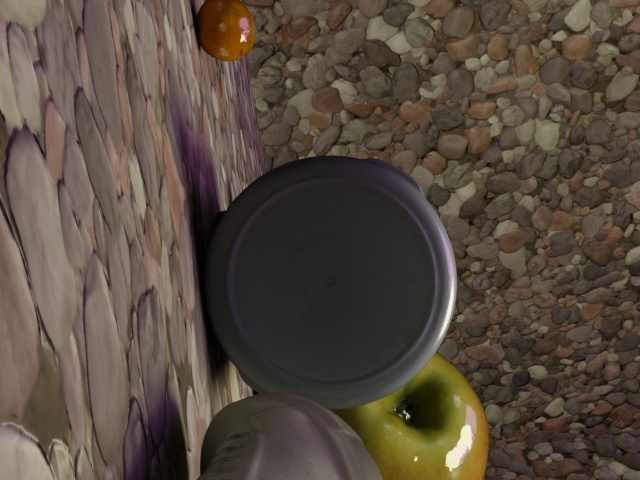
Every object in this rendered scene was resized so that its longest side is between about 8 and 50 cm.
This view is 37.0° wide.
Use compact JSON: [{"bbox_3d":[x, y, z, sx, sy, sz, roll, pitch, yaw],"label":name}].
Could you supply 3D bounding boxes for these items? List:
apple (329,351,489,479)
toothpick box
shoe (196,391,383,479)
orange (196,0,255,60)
[{"bbox_3d":[0.087,0.286,1.402,0.339,0.338,0.305,-98,-161,-45],"label":"apple"},{"bbox_3d":[-0.005,0.037,1.041,0.355,0.262,0.263,113,-31,-87],"label":"toothpick box"},{"bbox_3d":[-0.037,0.170,0.495,0.132,0.160,0.363,-67,-154,6],"label":"shoe"},{"bbox_3d":[-0.118,-0.261,1.183,0.083,0.070,0.083,169,-90,-74],"label":"orange"}]
